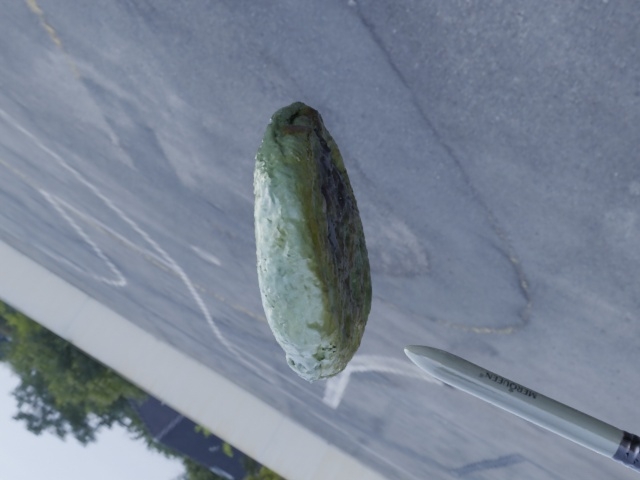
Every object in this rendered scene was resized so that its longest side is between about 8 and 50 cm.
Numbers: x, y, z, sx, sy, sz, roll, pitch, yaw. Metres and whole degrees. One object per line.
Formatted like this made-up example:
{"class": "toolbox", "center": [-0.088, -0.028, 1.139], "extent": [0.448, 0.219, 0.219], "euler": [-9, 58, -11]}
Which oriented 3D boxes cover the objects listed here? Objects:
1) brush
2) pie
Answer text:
{"class": "brush", "center": [0.197, 0.140, 0.579], "extent": [0.299, 0.039, 0.042], "euler": [22, -169, 14]}
{"class": "pie", "center": [0.000, 0.000, 0.865], "extent": [0.070, 0.323, 0.323], "euler": [-5, 155, 14]}
